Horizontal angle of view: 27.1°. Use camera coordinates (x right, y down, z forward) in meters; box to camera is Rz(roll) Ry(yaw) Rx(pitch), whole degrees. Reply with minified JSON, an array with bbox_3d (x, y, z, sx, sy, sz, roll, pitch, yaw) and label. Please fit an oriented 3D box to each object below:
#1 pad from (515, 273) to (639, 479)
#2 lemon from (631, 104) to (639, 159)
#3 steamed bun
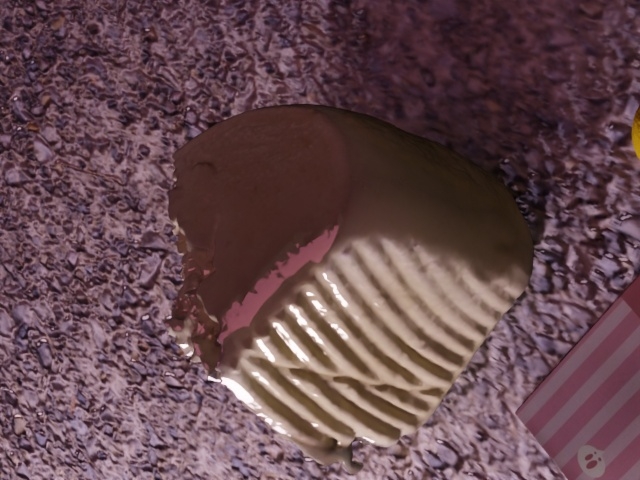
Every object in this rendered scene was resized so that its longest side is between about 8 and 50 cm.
[{"bbox_3d":[0.298,0.185,1.041,0.299,0.005,0.202,53,124,27],"label":"pad"},{"bbox_3d":[0.269,-0.082,1.016,0.062,0.062,0.083,2,86,43],"label":"lemon"},{"bbox_3d":[0.000,0.000,1.131,0.273,0.290,0.272,-48,54,13],"label":"steamed bun"}]
